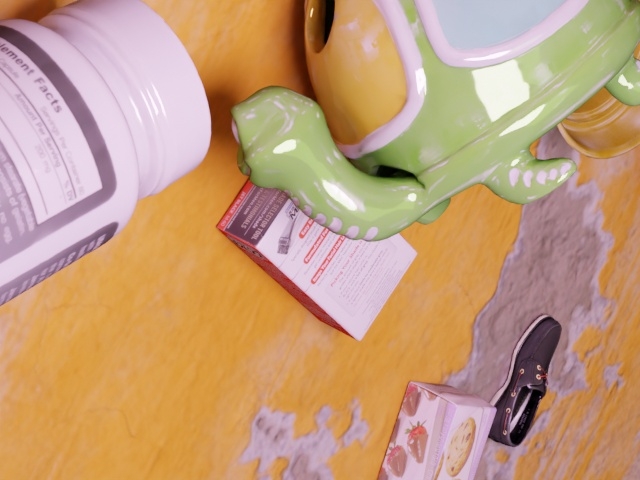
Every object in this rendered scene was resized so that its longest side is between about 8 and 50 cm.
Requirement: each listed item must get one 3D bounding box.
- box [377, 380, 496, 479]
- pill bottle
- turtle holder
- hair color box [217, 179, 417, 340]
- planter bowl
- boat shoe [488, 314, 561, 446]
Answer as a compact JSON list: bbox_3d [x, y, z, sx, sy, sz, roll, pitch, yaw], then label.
[{"bbox_3d":[0.073,0.289,1.681,0.067,0.063,0.324,12,99,-47],"label":"box"},{"bbox_3d":[-0.219,-0.041,1.157,0.283,0.161,0.161,-33,129,-32],"label":"pill bottle"},{"bbox_3d":[0.081,-0.136,1.396,0.320,0.243,0.227,-35,101,2],"label":"turtle holder"},{"bbox_3d":[0.000,0.000,1.484,0.093,0.053,0.167,-56,139,-10],"label":"hair color box"},{"bbox_3d":[0.238,-0.188,1.617,0.217,0.090,0.217,-22,123,-38],"label":"planter bowl"},{"bbox_3d":[0.201,0.135,1.762,0.049,0.042,0.133,34,81,-46],"label":"boat shoe"}]
